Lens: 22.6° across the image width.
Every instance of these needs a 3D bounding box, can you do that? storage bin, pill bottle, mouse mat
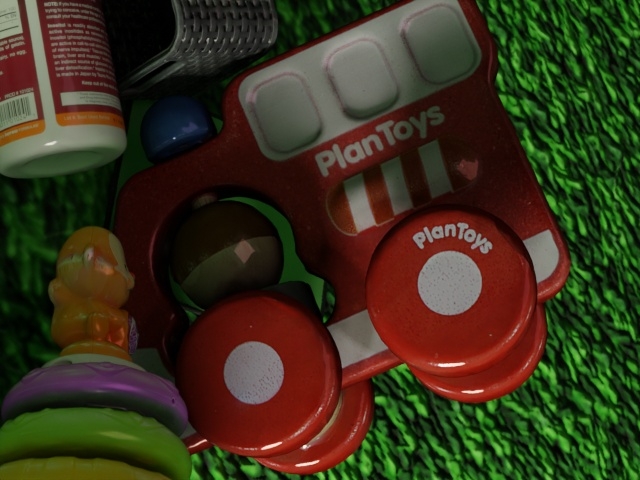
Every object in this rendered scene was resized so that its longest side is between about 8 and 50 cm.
[{"bbox_3d":[-0.112,-0.192,1.059,0.084,0.122,0.180,-6,77,-41],"label":"storage bin"},{"bbox_3d":[-0.176,-0.121,1.008,0.086,0.086,0.152,-3,78,-41],"label":"pill bottle"},{"bbox_3d":[-0.066,-0.014,1.121,0.189,0.007,0.153,25,60,-33],"label":"mouse mat"}]

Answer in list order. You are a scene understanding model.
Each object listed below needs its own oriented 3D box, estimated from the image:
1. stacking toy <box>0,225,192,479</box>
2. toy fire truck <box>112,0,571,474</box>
[{"bbox_3d":[-0.132,0.128,0.895,0.165,0.175,0.302,0,62,1],"label":"stacking toy"},{"bbox_3d":[0.000,0.000,1.019,0.169,0.302,0.254,48,19,-73],"label":"toy fire truck"}]
